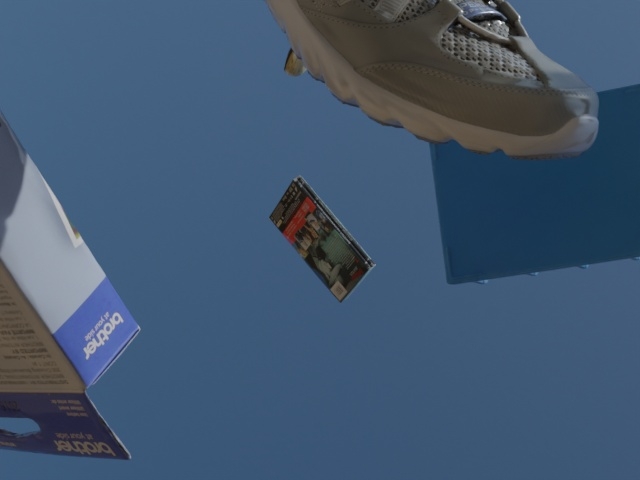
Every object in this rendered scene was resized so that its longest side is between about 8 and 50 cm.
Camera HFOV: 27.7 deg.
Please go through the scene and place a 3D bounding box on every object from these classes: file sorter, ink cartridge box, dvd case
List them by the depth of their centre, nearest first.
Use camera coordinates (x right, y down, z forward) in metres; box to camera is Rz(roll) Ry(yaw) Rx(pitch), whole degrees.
[{"bbox_3d":[-0.225,-0.012,0.712,0.186,0.311,0.065,-5,-148,39],"label":"ink cartridge box"},{"bbox_3d":[0.181,-0.036,0.954,0.170,0.104,0.118,-10,-98,21],"label":"file sorter"},{"bbox_3d":[0.000,0.000,1.322,0.013,0.087,0.119,-34,-101,-31],"label":"dvd case"}]

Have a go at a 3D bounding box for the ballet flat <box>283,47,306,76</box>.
[{"bbox_3d":[0.027,-0.213,1.166,0.173,0.049,0.057,-50,-173,12],"label":"ballet flat"}]

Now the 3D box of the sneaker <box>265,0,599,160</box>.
[{"bbox_3d":[0.032,-0.142,0.649,0.281,0.105,0.115,42,-62,24],"label":"sneaker"}]
